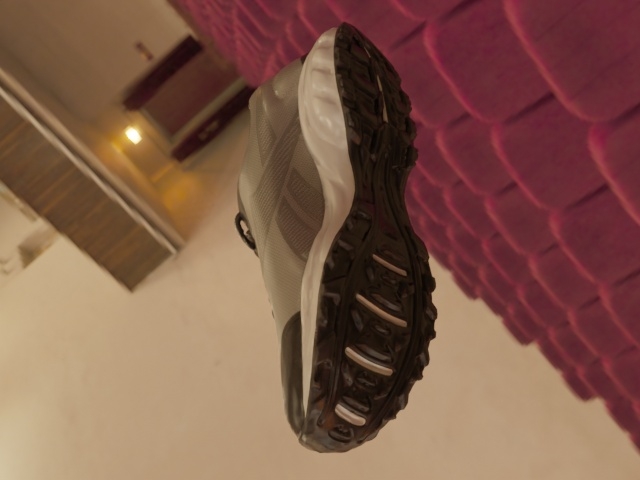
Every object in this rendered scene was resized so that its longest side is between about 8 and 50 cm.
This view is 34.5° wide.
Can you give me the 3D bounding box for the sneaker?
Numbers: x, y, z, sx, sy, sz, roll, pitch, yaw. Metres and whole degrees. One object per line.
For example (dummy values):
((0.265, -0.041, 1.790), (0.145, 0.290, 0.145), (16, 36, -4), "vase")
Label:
((0.000, 0.000, 0.622), (0.100, 0.108, 0.271), (33, -135, -42), "sneaker")
